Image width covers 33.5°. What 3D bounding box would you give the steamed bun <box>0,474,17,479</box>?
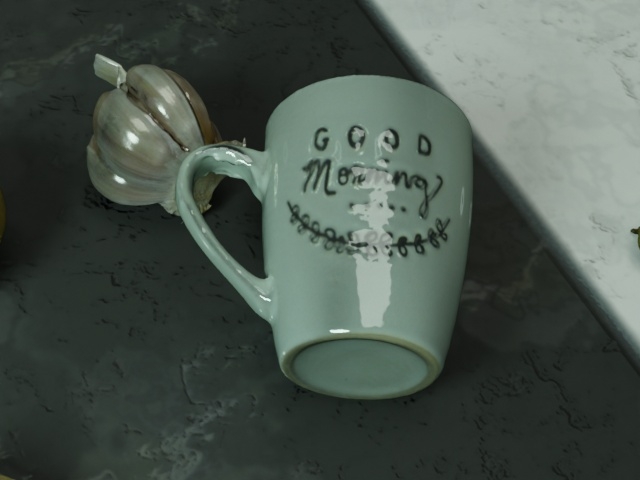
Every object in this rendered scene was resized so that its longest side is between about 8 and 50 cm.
[{"bbox_3d":[-0.296,0.244,0.676,0.292,0.137,0.295,-29,61,-33],"label":"steamed bun"}]

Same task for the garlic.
[{"bbox_3d":[-0.167,-0.118,0.991,0.127,0.131,0.194,3,46,-48],"label":"garlic"}]

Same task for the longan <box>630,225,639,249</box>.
[{"bbox_3d":[0.345,-0.006,1.059,0.083,0.075,0.075,0,35,44],"label":"longan"}]

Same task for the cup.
[{"bbox_3d":[0.000,0.000,0.905,0.258,0.186,0.234,8,59,-4],"label":"cup"}]

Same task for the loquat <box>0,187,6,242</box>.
[{"bbox_3d":[-0.338,-0.021,0.875,0.163,0.137,0.163,0,68,0],"label":"loquat"}]
